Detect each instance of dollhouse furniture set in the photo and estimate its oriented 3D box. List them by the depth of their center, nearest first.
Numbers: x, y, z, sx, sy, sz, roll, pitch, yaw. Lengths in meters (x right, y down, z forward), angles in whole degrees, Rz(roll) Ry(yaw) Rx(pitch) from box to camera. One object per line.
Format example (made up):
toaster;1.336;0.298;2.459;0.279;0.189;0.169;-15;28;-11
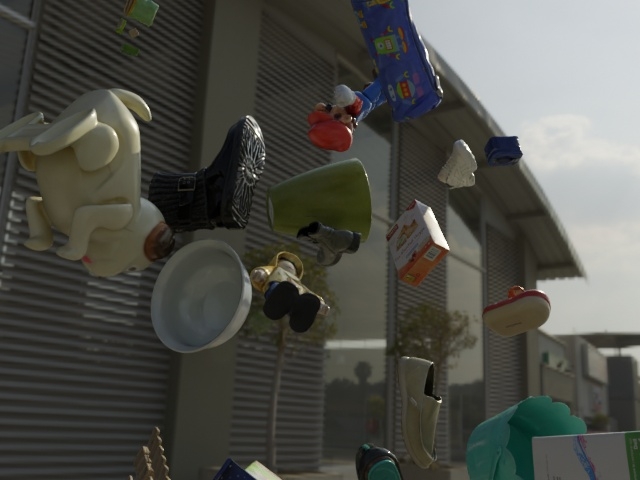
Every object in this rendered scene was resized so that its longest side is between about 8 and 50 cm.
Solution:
dollhouse furniture set;-0.449;-0.530;1.744;0.076;0.152;0.058;21;-1;-28

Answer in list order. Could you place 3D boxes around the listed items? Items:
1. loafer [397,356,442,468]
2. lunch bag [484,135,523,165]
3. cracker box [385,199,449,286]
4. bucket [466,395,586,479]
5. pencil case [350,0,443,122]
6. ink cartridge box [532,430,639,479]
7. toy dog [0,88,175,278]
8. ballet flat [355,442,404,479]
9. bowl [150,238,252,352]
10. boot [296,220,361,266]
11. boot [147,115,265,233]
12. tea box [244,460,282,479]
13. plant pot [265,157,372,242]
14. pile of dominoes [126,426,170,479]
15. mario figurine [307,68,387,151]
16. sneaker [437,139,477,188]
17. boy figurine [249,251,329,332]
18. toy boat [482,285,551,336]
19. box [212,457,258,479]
loafer;0.247;0.410;1.726;0.092;0.269;0.102;-15;-17;25
lunch bag;0.490;-0.237;1.919;0.098;0.065;0.067;-4;-28;-10
cracker box;0.283;0.005;2.124;0.067;0.232;0.156;26;-63;-23
bucket;0.492;0.519;1.678;0.281;0.281;0.183;10;-31;-26
pencil case;0.172;-0.406;1.544;0.133;0.119;0.306;-5;-58;36
ink cartridge box;0.604;0.454;1.452;0.201;0.117;0.278;14;-23;-37
toy dog;-0.502;-0.104;1.606;0.284;0.395;0.408;-2;-57;28
ballet flat;0.123;0.476;1.260;0.095;0.281;0.096;-18;16;-16
bowl;-0.282;0.154;1.839;0.297;0.298;0.134;-6;-21;30
boot;0.000;0.000;2.091;0.161;0.084;0.246;18;-22;-19
boot;-0.303;-0.172;1.869;0.260;0.348;0.131;-2;-32;22
tea box;-0.164;0.873;2.132;0.329;0.220;0.323;34;1;9
plant pot;-0.018;-0.113;2.265;0.293;0.275;0.275;-6;-12;-14
pile of dominoes;-0.413;0.616;1.771;0.040;0.196;0.251;20;21;-33
mario figurine;0.066;-0.388;2.027;0.170;0.320;0.198;21;-39;35
sneaker;0.430;-0.227;2.273;0.115;0.090;0.232;-22;-32;0
boy figurine;-0.061;0.099;1.449;0.177;0.092;0.285;28;9;-10
toy boat;0.666;0.220;2.418;0.151;0.151;0.231;35;-42;-27
box;-0.199;0.621;1.700;0.225;0.136;0.036;21;-21;43
